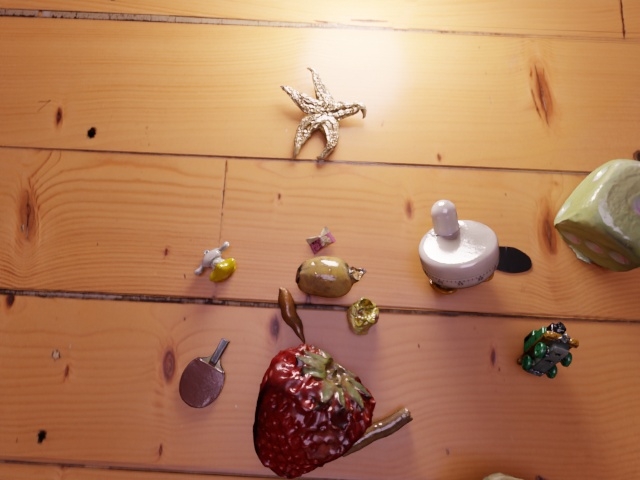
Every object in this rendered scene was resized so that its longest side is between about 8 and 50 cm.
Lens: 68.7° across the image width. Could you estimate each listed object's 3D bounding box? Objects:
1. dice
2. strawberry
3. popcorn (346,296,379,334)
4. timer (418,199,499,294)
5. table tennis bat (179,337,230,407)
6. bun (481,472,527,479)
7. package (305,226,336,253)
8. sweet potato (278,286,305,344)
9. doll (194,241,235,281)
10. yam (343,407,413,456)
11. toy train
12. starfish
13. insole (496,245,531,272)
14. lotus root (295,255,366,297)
[{"bbox_3d":[0.883,-0.072,1.396,0.252,0.250,0.254,40,81,9],"label":"dice"},{"bbox_3d":[-0.043,0.488,1.297,0.317,0.295,0.345,26,112,-11],"label":"strawberry"},{"bbox_3d":[0.126,0.230,1.422,0.096,0.089,0.109,25,82,17],"label":"popcorn"},{"bbox_3d":[0.403,0.019,1.381,0.233,0.240,0.234,-14,35,10],"label":"timer"},{"bbox_3d":[-0.342,0.397,1.418,0.130,0.019,0.221,28,81,7],"label":"table tennis bat"},{"bbox_3d":[0.515,0.728,1.185,0.326,0.362,0.235,9,75,-39],"label":"bun"},{"bbox_3d":[0.000,0.000,1.499,0.083,0.029,0.059,-32,87,4],"label":"package"},{"bbox_3d":[-0.089,0.233,1.438,0.056,0.056,0.195,-24,83,-5],"label":"sweet potato"},{"bbox_3d":[-0.335,0.075,1.469,0.135,0.071,0.113,-22,70,0],"label":"doll"},{"bbox_3d":[0.156,0.558,1.366,0.241,0.057,0.057,-26,79,-3],"label":"yam"},{"bbox_3d":[0.648,0.309,1.348,0.091,0.228,0.136,18,48,5],"label":"toy train"},{"bbox_3d":[-0.012,-0.430,1.577,0.299,0.060,0.302,-31,85,0],"label":"starfish"},{"bbox_3d":[0.547,0.055,1.495,0.253,0.005,0.086,7,78,2],"label":"insole"},{"bbox_3d":[0.031,0.111,1.432,0.220,0.118,0.125,1,95,3],"label":"lotus root"}]
